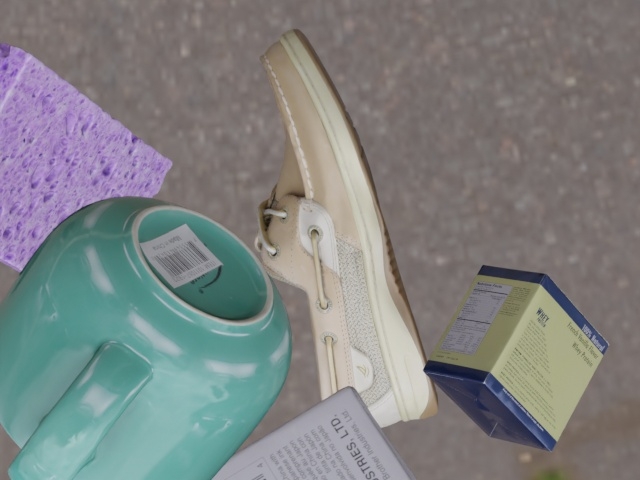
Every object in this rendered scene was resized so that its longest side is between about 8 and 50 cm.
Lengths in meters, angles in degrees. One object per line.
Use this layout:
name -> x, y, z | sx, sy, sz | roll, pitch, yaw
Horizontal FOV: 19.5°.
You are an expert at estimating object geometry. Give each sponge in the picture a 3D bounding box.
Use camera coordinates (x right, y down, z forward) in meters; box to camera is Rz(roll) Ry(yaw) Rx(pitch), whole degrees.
sponge -> -0.172, -0.036, 1.184 | 0.031, 0.117, 0.210 | 24, 174, 24

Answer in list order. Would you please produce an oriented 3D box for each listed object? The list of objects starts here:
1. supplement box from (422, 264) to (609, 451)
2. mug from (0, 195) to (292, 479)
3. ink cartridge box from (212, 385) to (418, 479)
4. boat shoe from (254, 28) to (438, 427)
supplement box -> 0.124, 0.074, 1.181 | 0.056, 0.083, 0.083 | 9, 151, 48
mug -> -0.075, 0.052, 0.845 | 0.129, 0.157, 0.097 | 20, 124, -30
ink cartridge box -> -0.066, 0.227, 0.940 | 0.311, 0.186, 0.065 | -29, 146, -9
boat shoe -> 0.000, 0.000, 1.349 | 0.098, 0.109, 0.302 | -17, 105, 3
